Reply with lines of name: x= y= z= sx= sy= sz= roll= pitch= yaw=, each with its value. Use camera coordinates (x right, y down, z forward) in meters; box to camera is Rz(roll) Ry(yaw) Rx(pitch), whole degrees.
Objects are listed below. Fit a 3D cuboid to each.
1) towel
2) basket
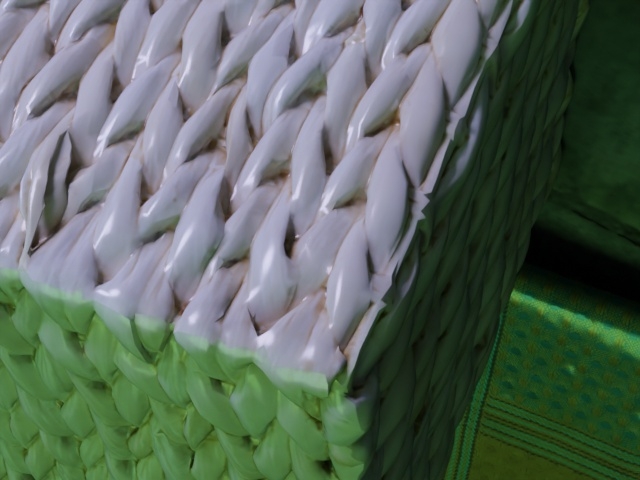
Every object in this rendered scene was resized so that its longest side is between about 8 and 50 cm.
towel: x=0.188 y=0.139 z=0.954 sx=0.370 sy=0.040 sz=0.271 roll=21 pitch=136 yaw=12
basket: x=-0.048 y=-0.038 z=0.680 sx=0.266 sy=0.331 sz=0.328 roll=18 pitch=151 yaw=12
